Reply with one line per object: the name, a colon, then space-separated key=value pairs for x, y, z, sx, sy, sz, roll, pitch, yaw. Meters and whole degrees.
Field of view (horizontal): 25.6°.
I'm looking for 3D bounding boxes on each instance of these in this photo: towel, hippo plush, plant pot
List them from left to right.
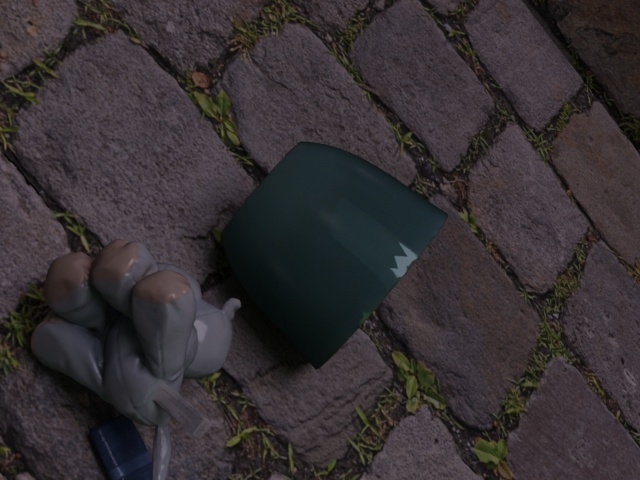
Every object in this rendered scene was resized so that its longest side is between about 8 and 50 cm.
towel: x=-0.248 y=0.286 z=1.800 sx=0.067 sy=0.029 sz=0.119 roll=-21 pitch=84 yaw=-48
hippo plush: x=-0.192 y=0.108 z=1.801 sx=0.294 sy=0.234 sz=0.236 roll=43 pitch=29 yaw=12
plant pot: x=0.000 y=0.000 z=2.024 sx=0.235 sy=0.293 sz=0.293 roll=40 pitch=44 yaw=0
